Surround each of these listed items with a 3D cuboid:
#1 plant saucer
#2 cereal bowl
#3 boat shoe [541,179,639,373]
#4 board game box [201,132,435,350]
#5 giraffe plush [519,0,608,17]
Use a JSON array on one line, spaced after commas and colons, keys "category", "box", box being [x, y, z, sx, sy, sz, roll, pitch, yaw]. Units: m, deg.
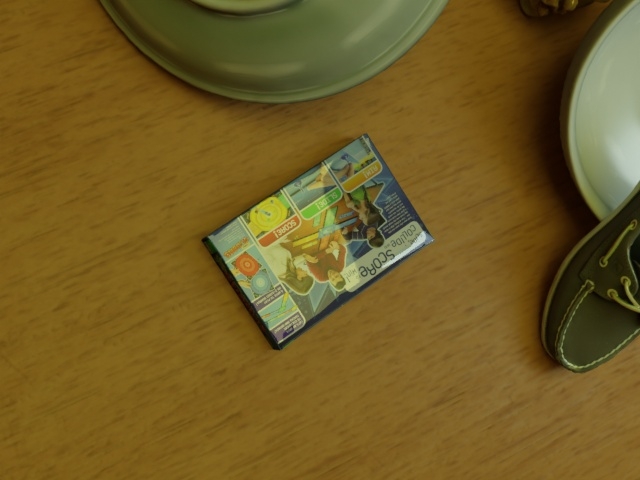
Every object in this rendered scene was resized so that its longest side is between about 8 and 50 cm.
[{"category": "plant saucer", "box": [-0.062, -0.312, 0.851, 0.401, 0.100, 0.400, 5, 109, 14]}, {"category": "cereal bowl", "box": [0.419, -0.147, 1.035, 0.339, 0.141, 0.338, 1, 115, 1]}, {"category": "boat shoe", "box": [0.331, 0.022, 0.986, 0.109, 0.091, 0.305, 28, 111, -10]}, {"category": "board game box", "box": [0.000, 0.000, 0.987, 0.201, 0.035, 0.136, -34, 94, -16]}, {"category": "giraffe plush", "box": [0.280, -0.330, 1.033, 0.210, 0.181, 0.170, -6, 94, 3]}]
